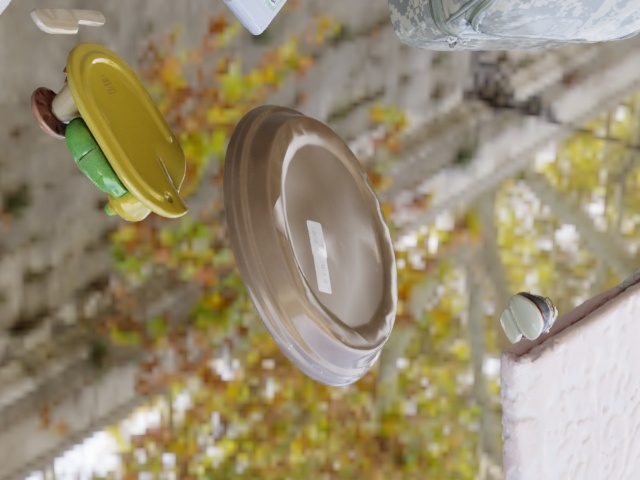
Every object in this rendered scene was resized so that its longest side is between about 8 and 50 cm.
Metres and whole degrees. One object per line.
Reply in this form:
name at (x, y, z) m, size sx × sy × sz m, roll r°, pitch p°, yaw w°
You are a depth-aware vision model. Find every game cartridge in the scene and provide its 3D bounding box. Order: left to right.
game cartridge at (-0.040, -0.208, 1.475) m, size 0.017 × 0.056 × 0.083 m, roll 26°, pitch -103°, yaw 42°

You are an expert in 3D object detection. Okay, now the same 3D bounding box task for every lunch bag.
lunch bag at (0.247, -0.328, 2.124) m, size 0.305 × 0.212 × 0.256 m, roll -3°, pitch 176°, yaw -32°

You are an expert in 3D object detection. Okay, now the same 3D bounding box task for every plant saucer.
plant saucer at (0.000, 0.000, 1.793) m, size 0.041 × 0.278 × 0.278 m, roll -17°, pitch -162°, yaw 27°

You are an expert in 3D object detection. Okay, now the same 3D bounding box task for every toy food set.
toy food set at (-0.202, -0.103, 1.708) m, size 0.071 × 0.218 × 0.128 m, roll -30°, pitch 180°, yaw 24°

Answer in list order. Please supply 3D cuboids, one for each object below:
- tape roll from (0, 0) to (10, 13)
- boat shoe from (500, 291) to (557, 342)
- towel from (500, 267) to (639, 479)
tape roll at (-0.487, -0.368, 1.991) m, size 0.392 × 0.392 × 0.072 m, roll -1°, pitch 176°, yaw -6°
boat shoe at (0.211, 0.073, 1.869) m, size 0.043 × 0.049 × 0.137 m, roll -21°, pitch 172°, yaw -8°
towel at (0.309, 0.218, 2.134) m, size 0.053 × 0.332 × 0.317 m, roll 15°, pitch -149°, yaw 40°
